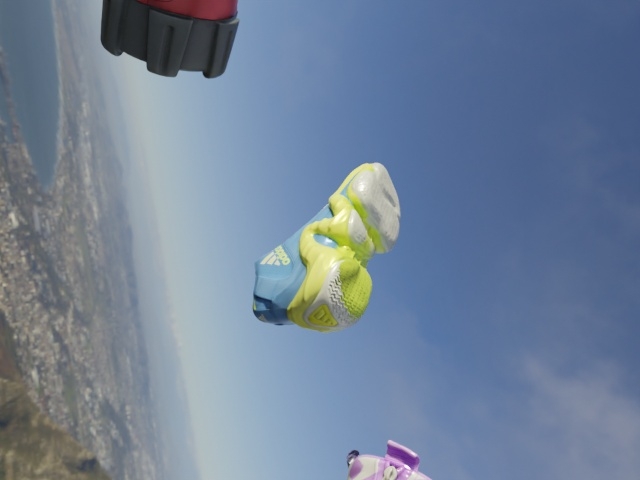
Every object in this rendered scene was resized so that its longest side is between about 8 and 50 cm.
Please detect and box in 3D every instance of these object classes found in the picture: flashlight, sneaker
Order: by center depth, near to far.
[{"bbox_3d":[-0.076,-0.266,0.415,0.103,0.103,0.304,46,-52,38],"label":"flashlight"},{"bbox_3d":[0.000,0.000,0.635,0.091,0.126,0.240,67,29,-23],"label":"sneaker"}]

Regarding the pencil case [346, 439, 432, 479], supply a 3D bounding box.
[{"bbox_3d":[0.014,0.220,0.362,0.206,0.086,0.088,-53,152,-41],"label":"pencil case"}]
